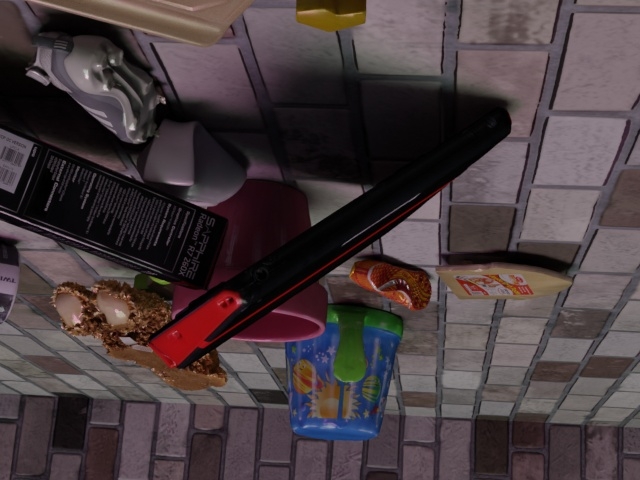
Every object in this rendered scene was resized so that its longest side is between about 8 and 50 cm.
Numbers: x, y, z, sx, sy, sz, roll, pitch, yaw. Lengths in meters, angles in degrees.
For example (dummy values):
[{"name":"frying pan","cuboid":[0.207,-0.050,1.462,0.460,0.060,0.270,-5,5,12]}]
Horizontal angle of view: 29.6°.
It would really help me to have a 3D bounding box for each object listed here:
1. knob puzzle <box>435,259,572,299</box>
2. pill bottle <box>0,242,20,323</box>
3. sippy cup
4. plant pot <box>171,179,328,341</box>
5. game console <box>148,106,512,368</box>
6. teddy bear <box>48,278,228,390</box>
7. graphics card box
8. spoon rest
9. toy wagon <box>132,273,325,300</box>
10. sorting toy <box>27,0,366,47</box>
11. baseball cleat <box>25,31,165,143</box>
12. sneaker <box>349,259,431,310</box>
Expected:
[{"name":"knob puzzle","cuboid":[0.290,0.055,1.865,0.213,0.030,0.213,4,163,1]},{"name":"pill bottle","cuboid":[-0.601,0.049,1.876,0.245,0.131,0.130,13,162,-27]},{"name":"sippy cup","cuboid":[0.034,0.253,2.254,0.240,0.224,0.305,-6,160,29]},{"name":"plant pot","cuboid":[-0.086,0.025,1.589,0.201,0.180,0.201,4,164,1]},{"name":"game console","cuboid":[0.000,0.000,1.330,0.386,0.060,0.342,-34,176,-26]},{"name":"teddy bear","cuboid":[-0.276,0.134,1.943,0.338,0.113,0.245,26,148,-34]},{"name":"graphics card box","cuboid":[-0.310,-0.054,1.339,0.370,0.094,0.232,22,175,-26]},{"name":"spoon rest","cuboid":[-0.158,-0.091,1.430,0.137,0.084,0.276,5,177,-1]},{"name":"toy wagon","cuboid":[-0.173,0.067,1.952,0.344,0.068,0.267,-2,162,23]},{"name":"sorting toy","cuboid":[-0.092,-0.232,0.983,0.307,0.041,0.229,11,158,-24]},{"name":"baseball cleat","cuboid":[-0.229,-0.162,1.222,0.109,0.072,0.206,17,164,13]},{"name":"sneaker","cuboid":[0.115,0.064,1.913,0.067,0.064,0.175,16,171,45]}]
